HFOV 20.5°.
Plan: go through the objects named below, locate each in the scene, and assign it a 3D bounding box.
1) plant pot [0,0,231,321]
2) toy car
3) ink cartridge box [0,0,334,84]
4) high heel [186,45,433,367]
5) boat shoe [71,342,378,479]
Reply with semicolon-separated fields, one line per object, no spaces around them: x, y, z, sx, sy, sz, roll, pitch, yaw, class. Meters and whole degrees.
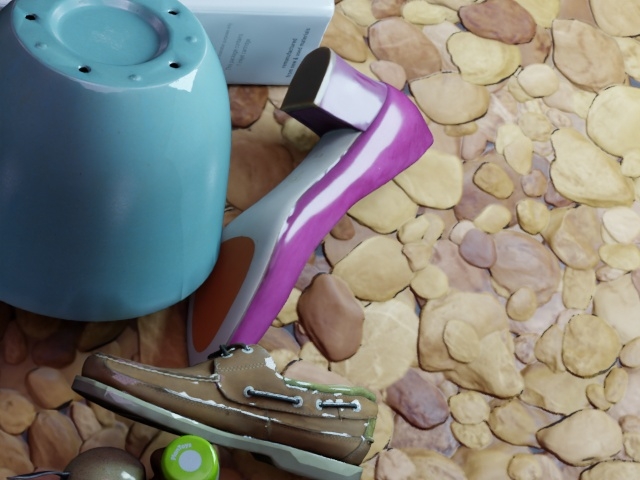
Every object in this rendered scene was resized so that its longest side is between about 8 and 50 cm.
-0.215;-0.108;1.674;0.293;0.235;0.293;10;39;-9;plant pot
-0.193;0.249;1.624;0.188;0.155;0.149;10;64;3;toy car
-0.205;-0.325;1.868;0.395;0.166;0.285;0;65;-14;ink cartridge box
0.000;0.000;1.811;0.181;0.127;0.377;33;76;-33;high heel
-0.086;0.146;1.678;0.307;0.111;0.104;21;83;-28;boat shoe
